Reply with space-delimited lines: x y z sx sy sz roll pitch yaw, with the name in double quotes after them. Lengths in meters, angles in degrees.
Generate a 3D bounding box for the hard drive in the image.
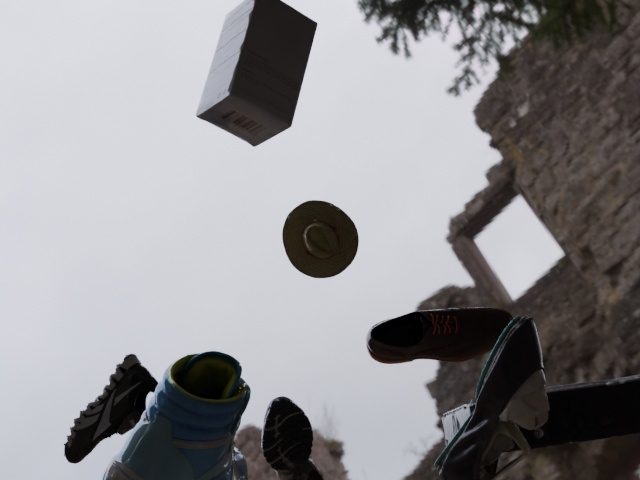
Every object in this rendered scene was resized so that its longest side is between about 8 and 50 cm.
0.322 0.198 1.043 0.339 0.064 0.237 -9 -14 -1 "hard drive"

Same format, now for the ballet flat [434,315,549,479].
0.171 0.162 0.834 0.074 0.074 0.203 3 -55 -24 "ballet flat"

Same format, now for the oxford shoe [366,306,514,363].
0.215 0.166 1.612 0.271 0.097 0.098 -12 -21 1 "oxford shoe"

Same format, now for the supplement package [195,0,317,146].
-0.090 -0.244 1.284 0.105 0.179 0.105 26 -25 -28 "supplement package"

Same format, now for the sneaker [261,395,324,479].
-0.075 0.424 1.875 0.110 0.122 0.283 -20 -56 -13 "sneaker"

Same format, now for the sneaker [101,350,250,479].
-0.140 0.252 1.207 0.208 0.127 0.319 -62 -18 -1 "sneaker"

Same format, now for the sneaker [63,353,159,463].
-0.392 0.337 1.720 0.234 0.106 0.078 -55 -18 -8 "sneaker"

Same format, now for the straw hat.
0.000 0.000 1.592 0.144 0.061 0.144 0 -87 -4 "straw hat"
